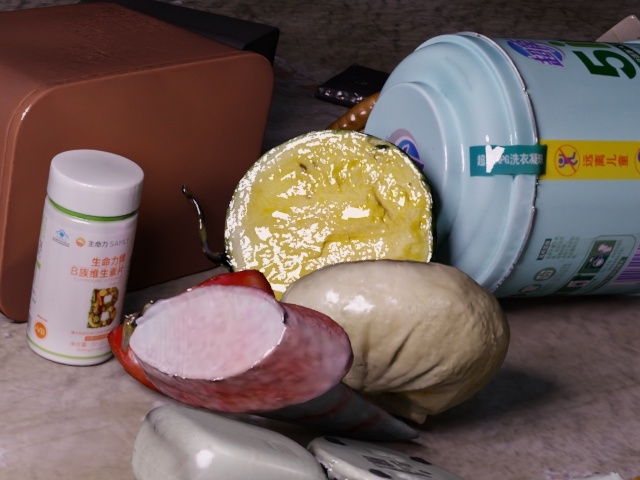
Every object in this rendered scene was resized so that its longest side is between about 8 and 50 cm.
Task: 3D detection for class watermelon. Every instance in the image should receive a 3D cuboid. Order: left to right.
[{"bbox_3d":[0.008,-0.001,1.855,0.232,0.204,0.127,-23,-8,5],"label":"watermelon"}]

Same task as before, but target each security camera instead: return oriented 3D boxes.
[{"bbox_3d":[-0.005,0.203,1.519,0.302,0.080,0.157,13,6,-27],"label":"security camera"}]

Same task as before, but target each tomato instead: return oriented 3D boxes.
[{"bbox_3d":[-0.106,0.092,1.664,0.139,0.159,0.091,-9,71,-50],"label":"tomato"}]

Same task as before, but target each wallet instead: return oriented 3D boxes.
[{"bbox_3d":[0.146,-0.178,2.490,0.285,0.030,0.146,18,21,15],"label":"wallet"}]

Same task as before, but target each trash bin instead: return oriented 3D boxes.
[{"bbox_3d":[-0.182,-0.195,2.209,0.226,0.165,0.115,17,25,17],"label":"trash bin"}]

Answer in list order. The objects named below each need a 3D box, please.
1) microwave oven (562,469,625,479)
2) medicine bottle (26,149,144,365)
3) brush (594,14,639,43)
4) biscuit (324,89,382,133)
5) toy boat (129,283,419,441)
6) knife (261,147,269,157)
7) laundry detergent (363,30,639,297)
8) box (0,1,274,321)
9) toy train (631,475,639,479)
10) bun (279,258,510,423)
[{"bbox_3d":[0.145,0.264,1.349,0.208,0.162,0.122,-5,28,-25],"label":"microwave oven"},{"bbox_3d":[-0.215,0.017,1.690,0.086,0.183,0.086,10,25,-4],"label":"medicine bottle"},{"bbox_3d":[0.268,-0.152,2.185,0.060,0.321,0.050,37,38,-19],"label":"brush"},{"bbox_3d":[0.101,-0.133,2.186,0.220,0.220,0.066,-13,75,-44],"label":"biscuit"},{"bbox_3d":[-0.026,0.126,1.592,0.206,0.096,0.282,-11,-26,32],"label":"toy boat"},{"bbox_3d":[-0.097,-0.116,2.095,0.123,0.053,0.278,18,-11,38],"label":"knife"},{"bbox_3d":[0.216,-0.077,1.980,0.305,0.287,0.287,-1,27,-29],"label":"laundry detergent"},{"bbox_3d":[-0.253,-0.095,1.863,0.229,0.239,0.339,27,28,36],"label":"box"},{"bbox_3d":[0.341,0.254,1.552,0.228,0.091,0.136,6,35,-14],"label":"toy train"},{"bbox_3d":[0.066,0.100,1.692,0.222,0.127,0.222,1,-20,0],"label":"bun"}]
